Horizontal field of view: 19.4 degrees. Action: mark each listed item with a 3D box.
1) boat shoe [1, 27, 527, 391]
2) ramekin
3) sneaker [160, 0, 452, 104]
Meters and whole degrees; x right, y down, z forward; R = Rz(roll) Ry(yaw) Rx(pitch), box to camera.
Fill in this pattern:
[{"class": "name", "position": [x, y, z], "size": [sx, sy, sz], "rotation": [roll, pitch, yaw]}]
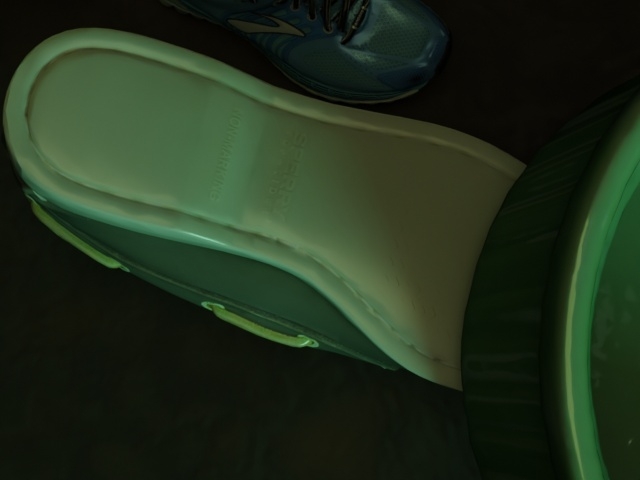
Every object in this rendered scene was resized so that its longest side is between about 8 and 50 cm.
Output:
[{"class": "boat shoe", "position": [0.002, -0.004, 0.846], "size": [0.305, 0.091, 0.109], "rotation": [22, 74, -8]}, {"class": "ramekin", "position": [0.205, 0.051, 0.769], "size": [0.303, 0.148, 0.303], "rotation": [1, 86, -18]}, {"class": "sneaker", "position": [-0.016, -0.112, 0.870], "size": [0.162, 0.073, 0.063], "rotation": [22, 85, 4]}]
